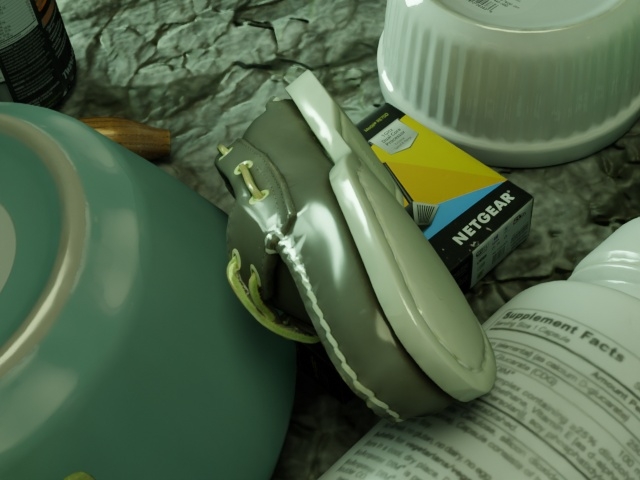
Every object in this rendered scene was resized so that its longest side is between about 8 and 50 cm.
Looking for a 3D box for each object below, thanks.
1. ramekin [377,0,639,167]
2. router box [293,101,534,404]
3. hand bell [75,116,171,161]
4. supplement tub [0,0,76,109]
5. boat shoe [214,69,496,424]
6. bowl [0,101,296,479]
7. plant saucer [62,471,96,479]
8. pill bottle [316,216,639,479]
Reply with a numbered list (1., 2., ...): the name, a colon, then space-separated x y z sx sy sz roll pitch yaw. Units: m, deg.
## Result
1. ramekin: 0.145 -0.163 0.732 0.207 0.109 0.207 -2 52 3
2. router box: 0.029 0.002 0.653 0.179 0.046 0.133 -40 58 -23
3. hand bell: -0.229 -0.066 0.713 0.242 0.126 0.126 0 51 -12
4. supplement tub: -0.256 -0.181 0.730 0.117 0.190 0.117 -3 51 3
5. boat shoe: 0.003 0.003 0.514 0.091 0.109 0.305 -36 26 7
6. bowl: -0.181 0.048 0.534 0.312 0.163 0.311 -6 58 10
7. plant saucer: -0.126 0.223 0.433 0.045 0.188 0.188 5 44 51
8. pill bottle: 0.109 0.121 0.480 0.283 0.160 0.160 -39 58 -23
